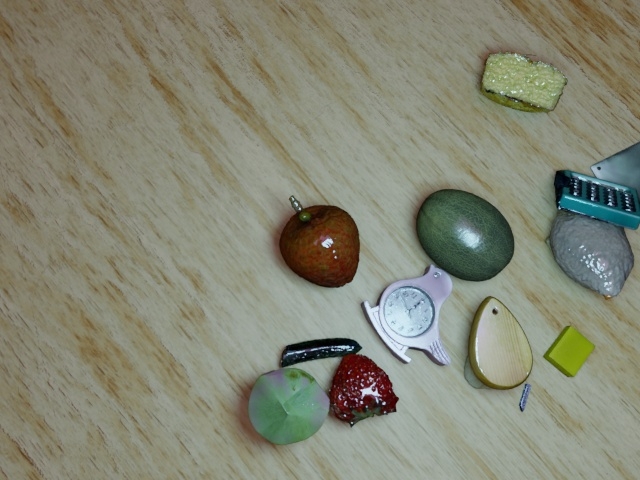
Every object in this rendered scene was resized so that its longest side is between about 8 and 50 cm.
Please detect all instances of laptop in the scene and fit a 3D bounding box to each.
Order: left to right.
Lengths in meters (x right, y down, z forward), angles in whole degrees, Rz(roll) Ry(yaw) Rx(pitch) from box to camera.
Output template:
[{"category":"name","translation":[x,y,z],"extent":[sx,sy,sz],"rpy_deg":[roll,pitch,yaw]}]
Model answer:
[{"category":"laptop","translation":[1.033,-0.216,1.898],"extent":[0.269,0.015,0.188],"rpy_deg":[-25,79,-7]}]

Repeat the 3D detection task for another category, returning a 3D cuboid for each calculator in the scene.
[{"category":"calculator","translation":[0.823,-0.133,1.749],"extent":[0.248,0.274,0.058],"rpy_deg":[19,120,16]}]

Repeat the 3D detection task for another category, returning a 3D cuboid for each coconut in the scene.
[{"category":"coconut","translation":[-0.091,0.450,1.607],"extent":[0.236,0.236,0.204],"rpy_deg":[42,82,7]}]

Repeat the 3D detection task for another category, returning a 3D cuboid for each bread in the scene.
[{"category":"bread","translation":[0.642,-0.501,1.888],"extent":[0.260,0.147,0.160],"rpy_deg":[15,87,6]}]

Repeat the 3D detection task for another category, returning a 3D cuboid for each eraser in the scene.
[{"category":"eraser","translation":[0.747,0.332,1.755],"extent":[0.097,0.045,0.122],"rpy_deg":[39,78,6]}]

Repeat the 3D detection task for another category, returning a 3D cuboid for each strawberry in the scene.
[{"category":"strawberry","translation":[0.113,0.415,1.657],"extent":[0.184,0.187,0.202],"rpy_deg":[6,57,-35]}]

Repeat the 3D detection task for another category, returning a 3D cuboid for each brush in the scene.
[{"category":"brush","translation":[0.501,0.299,1.693],"extent":[0.174,0.166,0.267],"rpy_deg":[-5,78,-1]}]

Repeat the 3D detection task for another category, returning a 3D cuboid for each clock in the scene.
[{"category":"clock","translation":[0.306,0.240,1.745],"extent":[0.275,0.080,0.290],"rpy_deg":[-32,81,-8]}]

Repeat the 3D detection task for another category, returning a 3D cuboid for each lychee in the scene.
[{"category":"lychee","translation":[0.000,0.000,1.704],"extent":[0.255,0.255,0.300],"rpy_deg":[-19,114,-6]}]

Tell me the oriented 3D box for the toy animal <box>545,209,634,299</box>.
[{"category":"toy animal","translation":[0.797,0.023,1.738],"extent":[0.226,0.188,0.359],"rpy_deg":[9,45,-1]}]

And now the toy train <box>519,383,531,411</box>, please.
[{"category":"toy train","translation":[0.605,0.466,1.736],"extent":[0.017,0.017,0.083],"rpy_deg":[21,78,5]}]

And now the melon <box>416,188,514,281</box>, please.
[{"category":"melon","translation":[0.420,-0.019,1.723],"extent":[0.301,0.237,0.237],"rpy_deg":[41,80,7]}]

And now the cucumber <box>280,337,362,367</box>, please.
[{"category":"cucumber","translation":[0.001,0.323,1.729],"extent":[0.245,0.067,0.067],"rpy_deg":[-10,78,-6]}]
